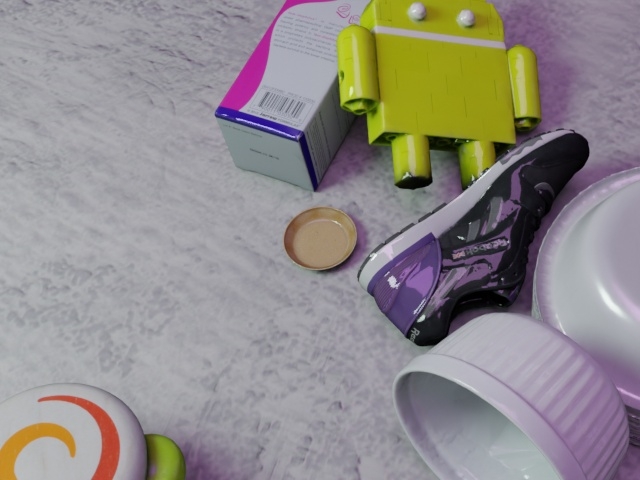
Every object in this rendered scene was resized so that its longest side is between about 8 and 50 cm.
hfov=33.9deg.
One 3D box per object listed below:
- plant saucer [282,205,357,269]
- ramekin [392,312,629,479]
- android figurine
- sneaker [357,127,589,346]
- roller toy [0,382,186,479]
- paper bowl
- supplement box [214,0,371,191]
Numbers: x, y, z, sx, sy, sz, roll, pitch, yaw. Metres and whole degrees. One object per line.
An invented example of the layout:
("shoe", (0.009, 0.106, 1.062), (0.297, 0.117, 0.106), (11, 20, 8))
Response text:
("plant saucer", (0.000, 0.000, 1.173), (0.084, 0.015, 0.083), (-4, 59, 6))
("ramekin", (0.176, 0.161, 0.940), (0.207, 0.207, 0.109), (37, 62, 26))
("android figurine", (0.134, -0.189, 1.181), (0.248, 0.056, 0.272), (5, 74, -20))
("sneaker", (0.187, 0.005, 1.100), (0.283, 0.107, 0.124), (-37, 67, -4))
("roller toy", (-0.243, 0.245, 0.986), (0.209, 0.146, 0.191), (24, 56, 28))
("paper bowl", (0.348, 0.048, 1.010), (0.284, 0.148, 0.284), (-5, 58, 8))
("supplement box", (-0.016, -0.185, 1.232), (0.111, 0.114, 0.220), (19, 65, 21))
